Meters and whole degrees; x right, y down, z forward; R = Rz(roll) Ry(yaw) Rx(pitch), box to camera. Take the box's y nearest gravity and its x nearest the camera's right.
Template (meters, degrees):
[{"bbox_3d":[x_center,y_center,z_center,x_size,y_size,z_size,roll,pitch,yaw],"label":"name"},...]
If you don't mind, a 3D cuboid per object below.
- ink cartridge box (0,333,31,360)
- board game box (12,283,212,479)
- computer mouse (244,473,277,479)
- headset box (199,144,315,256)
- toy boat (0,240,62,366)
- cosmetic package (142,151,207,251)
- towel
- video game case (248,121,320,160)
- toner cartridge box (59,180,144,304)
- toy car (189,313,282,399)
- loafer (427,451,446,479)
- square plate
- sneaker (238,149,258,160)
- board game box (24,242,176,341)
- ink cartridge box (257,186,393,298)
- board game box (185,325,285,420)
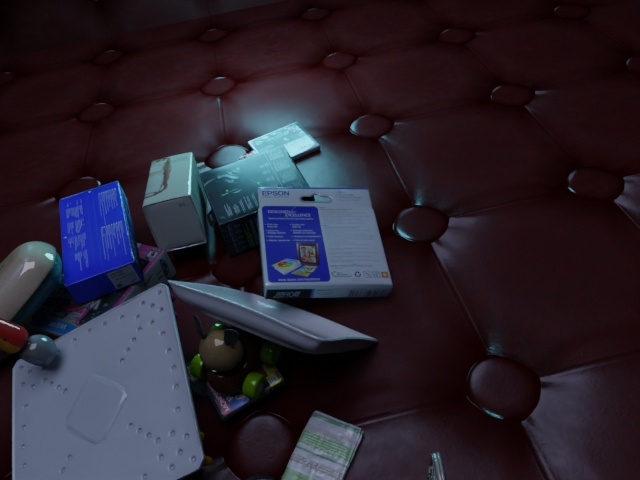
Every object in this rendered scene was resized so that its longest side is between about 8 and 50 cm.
[{"bbox_3d":[-0.847,0.254,1.214,0.186,0.065,0.311,20,39,29],"label":"ink cartridge box"},{"bbox_3d":[-0.421,0.331,1.002,0.390,0.050,0.390,-28,55,6],"label":"board game box"},{"bbox_3d":[-0.107,0.543,0.848,0.184,0.060,0.262,-22,58,-18],"label":"computer mouse"},{"bbox_3d":[-0.184,-0.113,1.446,0.283,0.131,0.246,-21,47,-11],"label":"headset box"},{"bbox_3d":[-0.651,0.155,1.114,0.267,0.148,0.318,-48,36,-2],"label":"toy boat"},{"bbox_3d":[-0.397,-0.114,1.430,0.129,0.153,0.296,-14,32,-5],"label":"cosmetic package"},{"bbox_3d":[0.004,0.412,0.982,0.113,0.023,0.152,13,52,24],"label":"towel"},{"bbox_3d":[-0.123,-0.315,1.709,0.190,0.022,0.173,-26,48,-14],"label":"video game case"},{"bbox_3d":[-0.565,-0.007,1.317,0.165,0.075,0.348,-19,46,-12],"label":"toner cartridge box"},{"bbox_3d":[-0.184,0.203,1.010,0.155,0.188,0.149,13,54,20],"label":"toy car"},{"bbox_3d":[0.204,0.438,0.906,0.039,0.045,0.125,-11,48,8],"label":"loafer"},{"bbox_3d":[-0.088,0.165,1.064,0.347,0.344,0.049,16,87,24],"label":"square plate"},{"bbox_3d":[-0.220,-0.246,1.643,0.067,0.042,0.118,-22,39,-17],"label":"sneaker"},{"bbox_3d":[-0.547,0.136,1.291,0.224,0.097,0.303,11,49,20],"label":"board game box"},{"bbox_3d":[0.000,0.000,1.273,0.303,0.072,0.307,0,50,-12],"label":"ink cartridge box"},{"bbox_3d":[-0.202,0.289,1.106,0.194,0.060,0.194,-29,50,-15],"label":"board game box"}]
